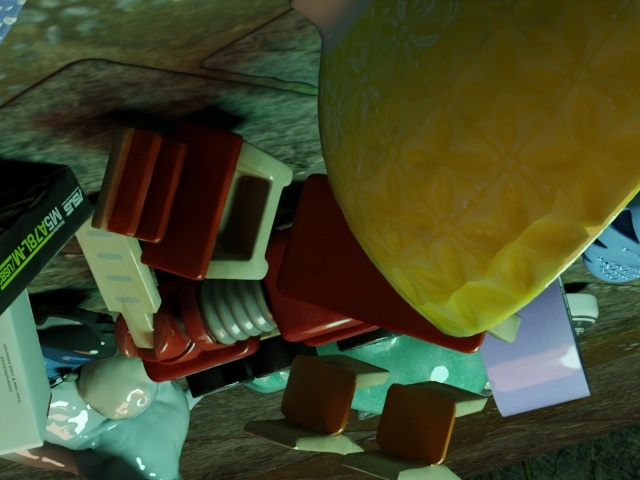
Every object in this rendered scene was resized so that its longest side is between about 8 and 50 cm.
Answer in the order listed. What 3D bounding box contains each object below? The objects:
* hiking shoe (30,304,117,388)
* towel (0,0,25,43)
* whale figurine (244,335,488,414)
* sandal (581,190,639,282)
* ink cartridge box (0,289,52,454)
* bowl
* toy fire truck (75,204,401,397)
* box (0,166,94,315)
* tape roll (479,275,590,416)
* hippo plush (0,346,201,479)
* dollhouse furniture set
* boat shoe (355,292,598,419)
[{"bbox_3d":[-0.304,0.146,1.593,0.304,0.132,0.113,-19,164,22],"label":"hiking shoe"},{"bbox_3d":[-0.239,-0.137,0.801,0.243,0.040,0.336,-3,160,-29],"label":"towel"},{"bbox_3d":[0.047,0.125,1.803,0.272,0.141,0.216,-12,166,-3],"label":"whale figurine"},{"bbox_3d":[0.331,-0.010,1.560,0.126,0.138,0.317,-9,167,-23],"label":"sandal"},{"bbox_3d":[-0.306,0.098,1.347,0.176,0.127,0.128,-12,-166,-2],"label":"ink cartridge box"},{"bbox_3d":[0.079,-0.113,0.842,0.156,0.289,0.289,34,152,-8],"label":"bowl"},{"bbox_3d":[-0.074,0.032,1.396,0.217,0.158,0.246,-18,175,20],"label":"toy fire truck"},{"bbox_3d":[-0.267,0.030,1.192,0.191,0.045,0.184,-20,-164,22],"label":"box"},{"bbox_3d":[0.172,0.052,1.544,0.080,0.189,0.189,-16,165,8],"label":"tape roll"},{"bbox_3d":[-0.222,0.256,1.868,0.234,0.236,0.294,-18,165,17],"label":"hippo plush"},{"bbox_3d":[0.000,0.000,1.124,0.259,0.262,0.135,15,180,32],"label":"dollhouse furniture set"},{"bbox_3d":[0.175,0.136,2.030,0.301,0.102,0.108,-14,165,6],"label":"boat shoe"}]
